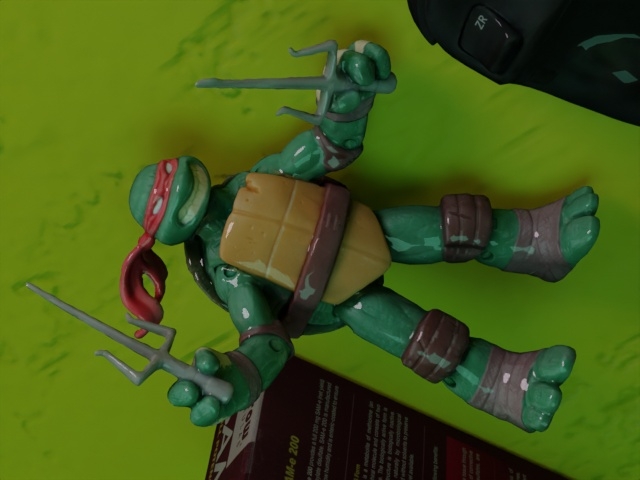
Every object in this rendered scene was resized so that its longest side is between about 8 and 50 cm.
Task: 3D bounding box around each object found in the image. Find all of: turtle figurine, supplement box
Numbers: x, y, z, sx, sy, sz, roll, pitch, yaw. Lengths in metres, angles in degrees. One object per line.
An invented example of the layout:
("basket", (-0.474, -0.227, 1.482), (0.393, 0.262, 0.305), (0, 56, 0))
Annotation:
("turtle figurine", (0.000, 0.000, 0.622), (0.234, 0.118, 0.175), (16, 89, -9))
("supplement box", (0.055, 0.166, 0.739), (0.239, 0.130, 0.073), (26, 128, -14))

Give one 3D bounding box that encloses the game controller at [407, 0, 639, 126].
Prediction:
("game controller", (0.161, -0.171, 0.501), (0.166, 0.067, 0.319), (12, 132, -22))
